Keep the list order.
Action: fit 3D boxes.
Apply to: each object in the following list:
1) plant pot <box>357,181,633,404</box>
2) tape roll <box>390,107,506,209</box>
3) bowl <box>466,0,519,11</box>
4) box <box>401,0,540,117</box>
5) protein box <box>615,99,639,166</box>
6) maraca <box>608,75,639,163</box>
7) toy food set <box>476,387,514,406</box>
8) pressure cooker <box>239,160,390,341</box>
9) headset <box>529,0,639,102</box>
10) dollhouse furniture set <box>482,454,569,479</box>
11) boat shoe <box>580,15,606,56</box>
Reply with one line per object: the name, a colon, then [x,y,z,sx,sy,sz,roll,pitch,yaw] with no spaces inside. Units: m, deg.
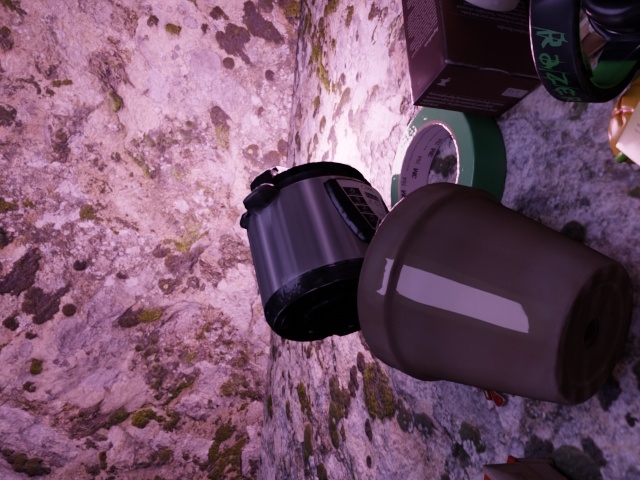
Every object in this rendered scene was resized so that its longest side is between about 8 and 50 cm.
plant pot: [0.261,0.091,0.716,0.280,0.323,0.323,21,106,53]
tape roll: [0.257,-0.131,1.048,0.321,0.077,0.321,-175,90,-70]
bowl: [0.285,-0.455,0.753,0.156,0.289,0.289,106,158,-47]
box: [0.267,-0.438,0.918,0.143,0.191,0.382,132,139,-65]
protein box: [0.404,-0.124,0.415,0.200,0.136,0.201,-81,3,-59]
maraca: [0.416,-0.167,0.571,0.099,0.127,0.186,40,129,15]
toy food set: [0.310,0.257,0.904,0.122,0.019,0.078,53,135,51]
pressure cooker: [-0.005,0.003,1.255,0.370,0.375,0.420,92,164,-57]
headset: [0.372,-0.340,0.541,0.185,0.243,0.394,20,79,46]
dollhouse furniture set: [0.294,0.464,0.728,0.262,0.135,0.259,-155,71,-69]
boat shoe: [0.412,-0.310,0.696,0.135,0.050,0.045,120,153,-50]
